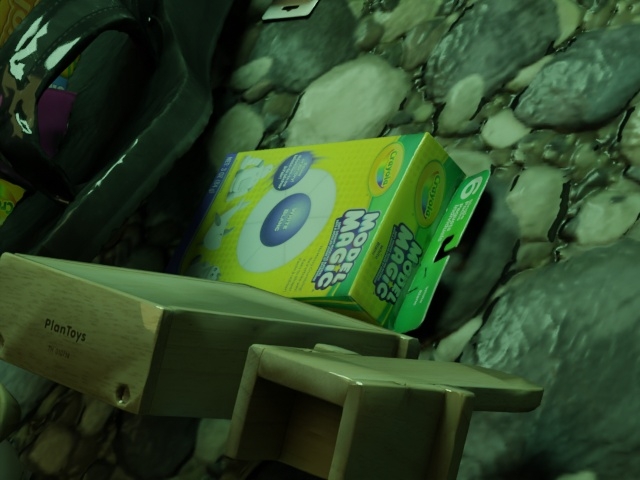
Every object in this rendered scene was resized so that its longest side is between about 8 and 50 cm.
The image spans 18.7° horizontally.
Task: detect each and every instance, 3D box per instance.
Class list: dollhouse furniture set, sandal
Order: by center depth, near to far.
[{"bbox_3d":[-0.074,0.199,0.872,0.303,0.173,0.356,15,94,40],"label":"dollhouse furniture set"},{"bbox_3d":[-0.140,-0.090,1.102,0.167,0.107,0.446,-43,17,21],"label":"sandal"}]

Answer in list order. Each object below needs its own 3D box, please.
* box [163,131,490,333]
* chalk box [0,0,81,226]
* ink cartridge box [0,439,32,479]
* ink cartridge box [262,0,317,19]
[{"bbox_3d":[0.000,0.000,1.004,0.179,0.043,0.105,-2,52,44],"label":"box"},{"bbox_3d":[-0.290,-0.091,1.247,0.180,0.179,0.289,7,73,36],"label":"chalk box"},{"bbox_3d":[-0.352,0.144,1.061,0.306,0.226,0.131,-18,42,36],"label":"ink cartridge box"},{"bbox_3d":[-0.011,-0.180,1.223,0.048,0.028,0.083,1,55,48],"label":"ink cartridge box"}]
